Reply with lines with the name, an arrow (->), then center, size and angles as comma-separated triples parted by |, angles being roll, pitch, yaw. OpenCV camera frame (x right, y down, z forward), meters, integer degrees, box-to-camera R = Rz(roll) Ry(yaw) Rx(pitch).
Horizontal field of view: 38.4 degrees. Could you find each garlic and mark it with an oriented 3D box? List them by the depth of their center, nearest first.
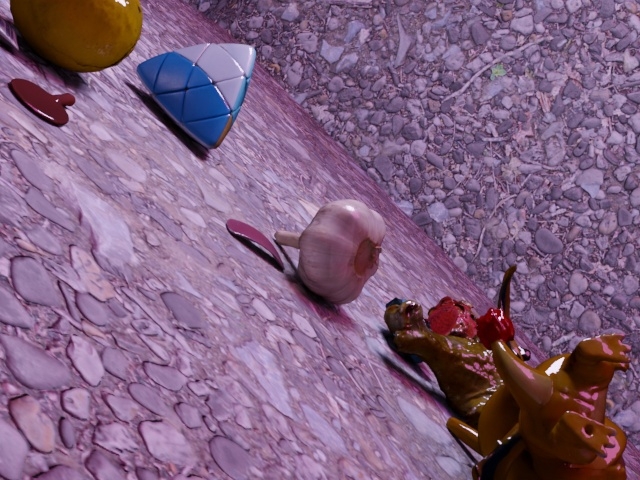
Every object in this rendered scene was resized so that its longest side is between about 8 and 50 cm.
garlic -> 0.000, 0.000, 1.715 | 0.226, 0.199, 0.199 | 18, -6, 36

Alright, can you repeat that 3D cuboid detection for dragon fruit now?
dragon fruit -> 0.307, 0.224, 2.044 | 0.150, 0.133, 0.208 | -12, 69, -46

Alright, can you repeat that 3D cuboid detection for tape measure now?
tape measure -> 0.183, 0.185, 1.843 | 0.125, 0.081, 0.146 | 49, 9, -32

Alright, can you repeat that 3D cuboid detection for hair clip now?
hair clip -> -0.110, 0.004, 1.630 | 0.137, 0.022, 0.054 | 38, 15, -27

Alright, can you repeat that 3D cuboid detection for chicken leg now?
chicken leg -> 0.266, 0.259, 1.743 | 0.361, 0.140, 0.212 | 20, 45, -32

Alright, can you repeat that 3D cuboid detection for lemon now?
lemon -> -0.416, -0.393, 1.579 | 0.204, 0.204, 0.260 | 50, 11, 33

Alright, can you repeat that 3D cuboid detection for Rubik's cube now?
Rubik's cube -> -0.212, -0.298, 1.911 | 0.254, 0.254, 0.254 | 41, 11, -10

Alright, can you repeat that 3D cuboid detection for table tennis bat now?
table tennis bat -> -0.410, -0.211, 1.385 | 0.098, 0.019, 0.155 | 43, 13, 0

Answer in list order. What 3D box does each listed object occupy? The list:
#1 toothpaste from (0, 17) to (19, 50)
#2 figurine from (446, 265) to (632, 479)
toothpaste -> -0.559, -0.372, 1.409 | 0.239, 0.039, 0.062 | 36, 17, -42
figurine -> 0.354, 0.273, 1.462 | 0.387, 0.268, 0.401 | 88, 2, -59
